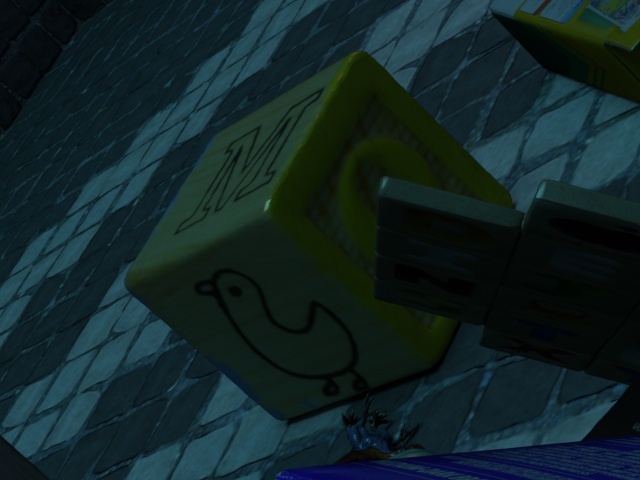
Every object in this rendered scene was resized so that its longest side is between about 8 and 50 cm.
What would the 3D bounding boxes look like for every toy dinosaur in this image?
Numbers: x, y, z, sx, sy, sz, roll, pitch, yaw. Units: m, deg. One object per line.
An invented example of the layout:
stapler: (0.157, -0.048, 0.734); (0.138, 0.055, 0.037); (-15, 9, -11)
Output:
toy dinosaur: (0.045, 0.149, 1.334); (0.082, 0.047, 0.090); (-113, 35, -61)

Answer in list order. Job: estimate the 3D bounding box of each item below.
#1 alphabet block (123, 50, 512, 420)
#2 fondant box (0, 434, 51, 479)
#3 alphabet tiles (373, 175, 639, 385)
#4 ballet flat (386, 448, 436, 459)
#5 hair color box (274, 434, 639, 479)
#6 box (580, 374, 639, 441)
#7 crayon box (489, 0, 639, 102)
alphabet block: (0.000, 0.000, 1.472); (0.197, 0.192, 0.193); (-27, 29, 48)
fondant box: (-0.272, 0.206, 1.408); (0.096, 0.330, 0.238); (-46, 19, -2)
alphabet tiles: (0.162, 0.039, 0.810); (0.342, 0.285, 0.011); (85, -159, -78)
ballet flat: (-0.011, 0.222, 1.223); (0.248, 0.086, 0.086); (-36, 21, 27)
hair color box: (0.160, 0.146, 0.537); (0.110, 0.339, 0.185); (179, 89, -66)
box: (0.108, 0.242, 0.736); (0.381, 0.191, 0.143); (-47, 18, -5)
crayon box: (0.276, -0.214, 1.478); (0.203, 0.083, 0.323); (-46, 18, 0)
